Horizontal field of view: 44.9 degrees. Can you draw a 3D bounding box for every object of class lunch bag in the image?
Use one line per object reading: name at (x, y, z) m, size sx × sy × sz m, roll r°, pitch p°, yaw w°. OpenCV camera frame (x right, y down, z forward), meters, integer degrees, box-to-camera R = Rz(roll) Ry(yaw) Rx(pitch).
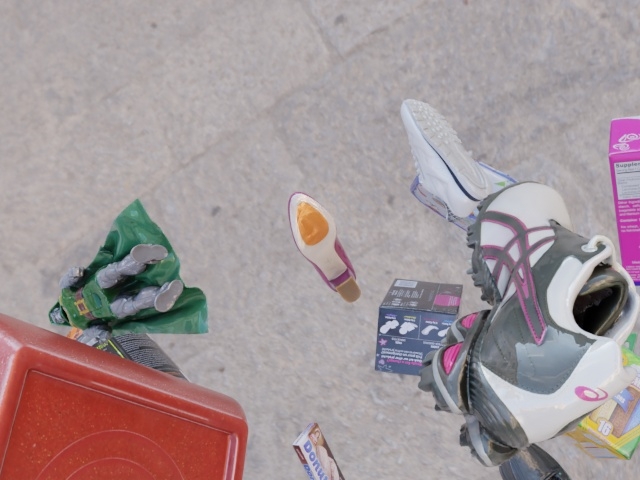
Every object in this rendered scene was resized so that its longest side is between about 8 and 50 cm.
lunch bag at (0.325, -0.062, 1.533) m, size 0.303 × 0.243 × 0.115 m, roll 34°, pitch 86°, yaw 3°

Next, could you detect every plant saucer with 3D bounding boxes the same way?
plant saucer at (-0.143, 0.196, 0.501) m, size 0.047 × 0.258 × 0.259 m, roll -17°, pitch 56°, yaw 36°

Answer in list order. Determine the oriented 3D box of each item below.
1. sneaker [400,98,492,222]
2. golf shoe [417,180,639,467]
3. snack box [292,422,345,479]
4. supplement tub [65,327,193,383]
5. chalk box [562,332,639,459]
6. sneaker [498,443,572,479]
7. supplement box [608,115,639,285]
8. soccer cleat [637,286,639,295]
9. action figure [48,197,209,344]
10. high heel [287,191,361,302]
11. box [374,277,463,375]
sneaker at (0.198, -0.144, 1.354) m, size 0.095 × 0.090 × 0.235 m, roll -48°, pitch 63°, yaw 43°
golf shoe at (0.163, 0.036, 0.532) m, size 0.120 × 0.105 × 0.273 m, roll -29°, pitch 20°, yaw 35°
snack box at (0.004, 0.437, 1.472) m, size 0.022 × 0.178 × 0.064 m, roll -7°, pitch 25°, yaw 41°
supplement tub at (-0.352, 0.283, 1.435) m, size 0.194 × 0.193 × 0.316 m, roll -50°, pitch 51°, yaw -3°
chalk box at (0.507, 0.260, 1.365) m, size 0.132 × 0.132 × 0.213 m, roll 36°, pitch 74°, yaw 2°
sneaker at (0.396, 0.420, 1.235) m, size 0.101 × 0.106 × 0.267 m, roll -37°, pitch 76°, yaw -20°
supplement box at (0.472, -0.056, 1.079) m, size 0.113 × 0.220 × 0.111 m, roll -3°, pitch 31°, yaw 25°
soccer cleat at (0.735, 0.114, 1.373) m, size 0.331 × 0.143 × 0.116 m, roll 12°, pitch 85°, yaw 24°
action figure at (-0.214, 0.056, 0.774) m, size 0.232 × 0.063 × 0.137 m, roll -21°, pitch 93°, yaw 47°
high heel at (0.000, 0.000, 1.424) m, size 0.082 × 0.244 × 0.117 m, roll -36°, pitch 27°, yaw 0°
box at (0.209, 0.180, 1.619) m, size 0.163 × 0.247 × 0.142 m, roll 5°, pitch 101°, yaw 12°
